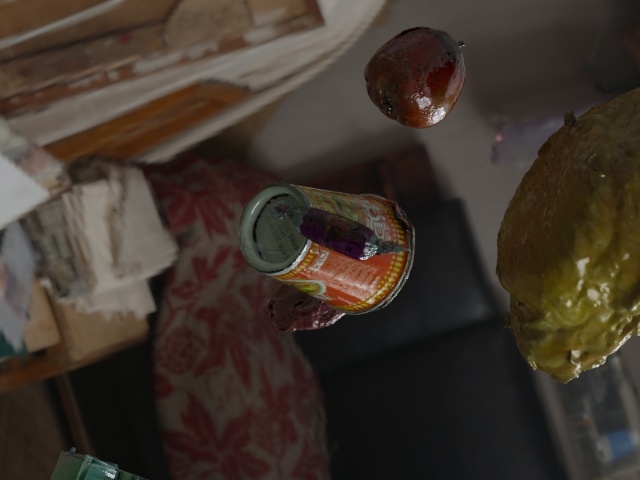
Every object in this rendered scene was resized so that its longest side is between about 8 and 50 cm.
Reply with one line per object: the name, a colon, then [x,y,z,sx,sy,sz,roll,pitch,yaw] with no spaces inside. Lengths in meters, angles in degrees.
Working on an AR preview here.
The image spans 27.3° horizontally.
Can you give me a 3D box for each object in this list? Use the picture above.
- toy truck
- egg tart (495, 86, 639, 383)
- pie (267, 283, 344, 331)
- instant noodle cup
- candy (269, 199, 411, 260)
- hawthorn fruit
toy truck: [-0.229,0.293,1.511,0.081,0.175,0.067,45,63,-60]
egg tart: [0.314,-0.038,1.543,0.153,0.351,0.339,21,53,-17]
pie: [0.000,0.086,2.088,0.182,0.182,0.049,-80,146,-63]
instant noodle cup: [0.000,0.000,1.879,0.212,0.193,0.193,17,53,-52]
candy: [0.020,-0.009,1.553,0.045,0.175,0.043,-47,155,-57]
hawthorn fruit: [0.071,-0.121,0.967,0.077,0.077,0.077,-19,90,-76]
